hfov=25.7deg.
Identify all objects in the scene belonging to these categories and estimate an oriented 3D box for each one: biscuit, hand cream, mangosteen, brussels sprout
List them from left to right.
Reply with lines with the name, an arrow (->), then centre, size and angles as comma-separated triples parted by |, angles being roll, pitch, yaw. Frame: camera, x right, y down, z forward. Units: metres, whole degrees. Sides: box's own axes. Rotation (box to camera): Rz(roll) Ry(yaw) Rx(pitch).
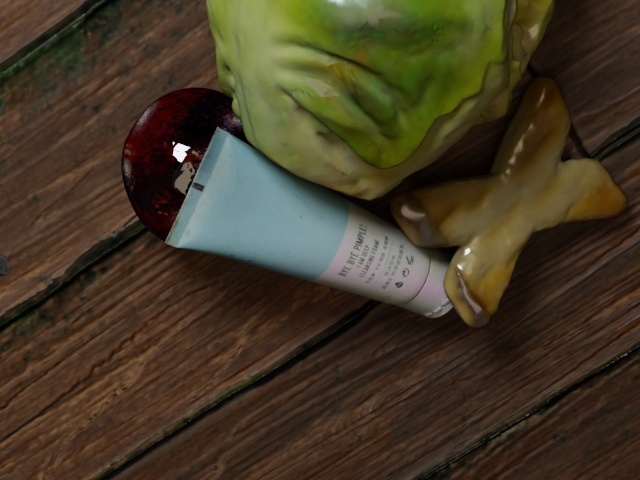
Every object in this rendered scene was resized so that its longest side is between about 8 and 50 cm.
mangosteen -> -0.120, -0.066, 1.296 | 0.152, 0.152, 0.152 | -1, 111, -2
hand cream -> 0.000, 0.000, 1.293 | 0.312, 0.070, 0.111 | 24, 94, -36
brussels sprout -> 0.055, -0.195, 1.178 | 0.344, 0.268, 0.344 | -3, 118, -5
biscuit -> 0.178, -0.036, 1.330 | 0.208, 0.047, 0.164 | -39, 111, -13
